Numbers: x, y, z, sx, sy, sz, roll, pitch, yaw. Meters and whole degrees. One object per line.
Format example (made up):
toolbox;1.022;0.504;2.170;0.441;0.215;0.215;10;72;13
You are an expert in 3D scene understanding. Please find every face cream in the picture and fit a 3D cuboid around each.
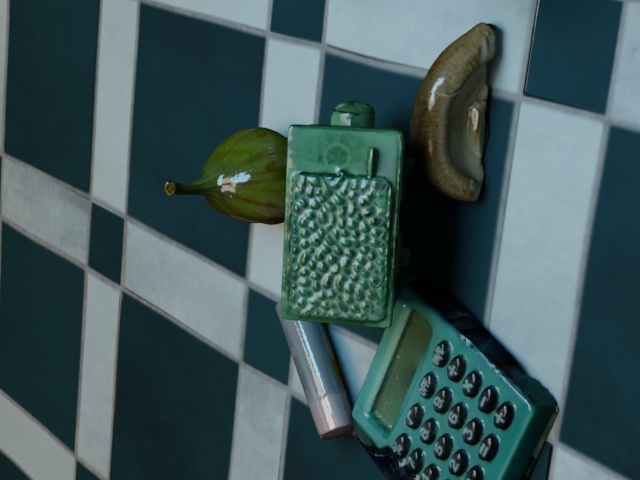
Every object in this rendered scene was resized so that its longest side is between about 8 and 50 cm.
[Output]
face cream;-0.005;0.170;1.764;0.084;0.057;0.198;91;160;-72

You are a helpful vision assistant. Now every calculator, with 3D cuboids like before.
calculator;0.149;0.213;1.575;0.274;0.058;0.248;46;130;38

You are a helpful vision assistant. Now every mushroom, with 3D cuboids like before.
mushroom;0.151;-0.147;1.500;0.072;0.094;0.210;20;115;46

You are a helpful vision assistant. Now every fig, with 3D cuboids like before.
fig;-0.127;-0.076;1.744;0.149;0.245;0.149;11;105;44

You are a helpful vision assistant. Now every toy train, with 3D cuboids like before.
toy train;0.036;-0.030;1.555;0.145;0.202;0.266;4;103;7
